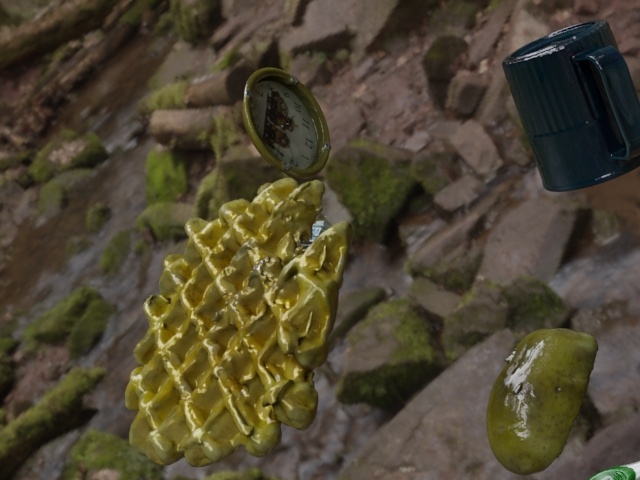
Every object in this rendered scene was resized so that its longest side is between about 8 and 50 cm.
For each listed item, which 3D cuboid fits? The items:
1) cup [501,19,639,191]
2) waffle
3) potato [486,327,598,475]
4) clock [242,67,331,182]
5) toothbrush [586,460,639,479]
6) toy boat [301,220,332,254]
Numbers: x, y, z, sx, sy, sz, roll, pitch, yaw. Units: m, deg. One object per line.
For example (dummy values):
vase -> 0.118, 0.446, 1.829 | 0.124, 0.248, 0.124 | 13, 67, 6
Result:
cup -> 0.521, -0.271, 1.902 | 0.242, 0.292, 0.308 | -19, 13, 21
waffle -> -0.074, 0.064, 0.789 | 0.250, 0.056, 0.261 | -14, 56, 44
potato -> 0.353, 0.257, 1.593 | 0.160, 0.111, 0.271 | 4, 67, 59
clock -> -0.076, -0.225, 1.842 | 0.057, 0.237, 0.237 | -25, 33, 38
toothbrush -> 0.384, 0.340, 1.278 | 0.418, 0.040, 0.042 | -35, 57, 22
toy boat -> 0.000, 0.000, 1.549 | 0.140, 0.059, 0.066 | 0, 61, 55
